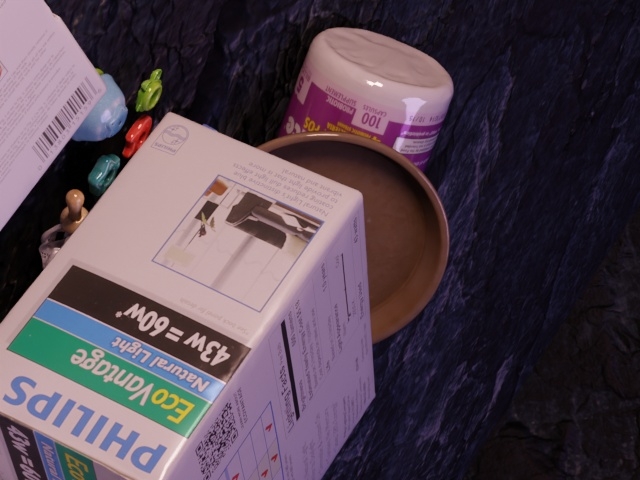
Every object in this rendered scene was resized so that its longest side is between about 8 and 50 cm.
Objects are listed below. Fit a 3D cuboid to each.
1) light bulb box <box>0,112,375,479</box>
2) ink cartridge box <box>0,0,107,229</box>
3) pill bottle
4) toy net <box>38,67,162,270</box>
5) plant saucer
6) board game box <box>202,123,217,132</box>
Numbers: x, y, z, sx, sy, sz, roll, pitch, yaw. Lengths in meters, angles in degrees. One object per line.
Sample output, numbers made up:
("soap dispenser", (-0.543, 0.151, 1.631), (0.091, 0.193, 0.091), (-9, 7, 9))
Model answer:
("light bulb box", (-0.130, 0.145, 1.826), (0.361, 0.225, 0.358), (-54, 156, -30))
("ink cartridge box", (-0.304, -0.081, 1.510), (0.275, 0.060, 0.239), (-55, 154, -13))
("pill bottle", (0.023, -0.072, 2.140), (0.169, 0.169, 0.302), (-24, 139, -58))
("toy net", (-0.217, -0.056, 1.780), (0.122, 0.045, 0.232), (-40, 156, -62))
("plant saucer", (0.000, 0.000, 2.056), (0.041, 0.277, 0.278), (-95, -159, -60))
("board game box", (-0.141, -0.062, 1.977), (0.090, 0.020, 0.090), (-47, 157, -34))
